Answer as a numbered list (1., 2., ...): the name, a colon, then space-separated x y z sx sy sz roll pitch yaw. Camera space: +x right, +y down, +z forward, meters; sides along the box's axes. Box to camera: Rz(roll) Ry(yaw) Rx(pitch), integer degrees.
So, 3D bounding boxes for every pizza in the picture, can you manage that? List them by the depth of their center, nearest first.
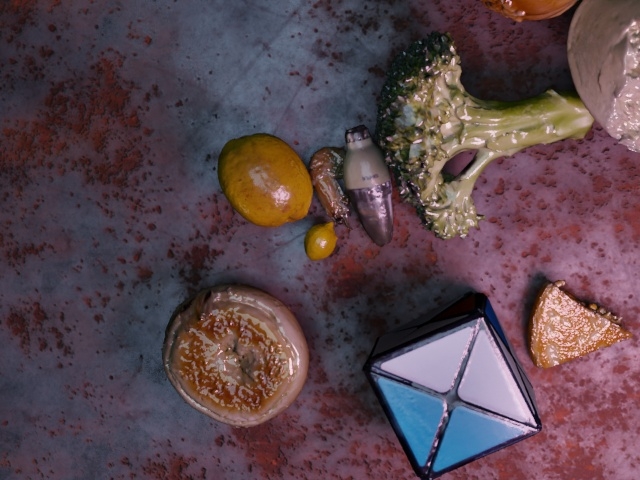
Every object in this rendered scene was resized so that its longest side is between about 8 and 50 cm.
1. pizza: 0.505 0.169 1.523 0.199 0.062 0.188 7 108 3

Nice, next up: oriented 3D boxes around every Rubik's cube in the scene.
1. Rubik's cube: 0.251 0.264 1.477 0.248 0.250 0.246 -28 89 13

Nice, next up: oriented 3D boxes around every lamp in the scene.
1. lamp: 0.099 -0.106 1.544 0.101 0.101 0.250 -13 103 10

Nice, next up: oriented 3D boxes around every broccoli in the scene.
1. broccoli: 0.286 -0.245 1.445 0.397 0.274 0.353 -30 133 17

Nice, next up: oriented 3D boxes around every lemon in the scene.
1. lemon: -0.111 -0.118 1.551 0.170 0.170 0.207 -34 92 11
2. lemon: 0.000 0.000 1.592 0.065 0.065 0.092 31 100 6

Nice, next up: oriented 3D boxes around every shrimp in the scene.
1. shrimp: 0.036 -0.106 1.595 0.099 0.041 0.180 -18 90 -5

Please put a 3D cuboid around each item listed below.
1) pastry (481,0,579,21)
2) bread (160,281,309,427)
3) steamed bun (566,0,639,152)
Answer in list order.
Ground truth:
1. pastry: 0.323 -0.567 1.344 0.245 0.409 0.409 -27 90 28
2. bread: -0.167 0.225 1.590 0.306 0.159 0.305 1 98 10
3. steamed bun: 0.566 -0.289 1.346 0.290 0.273 0.272 12 103 -36
